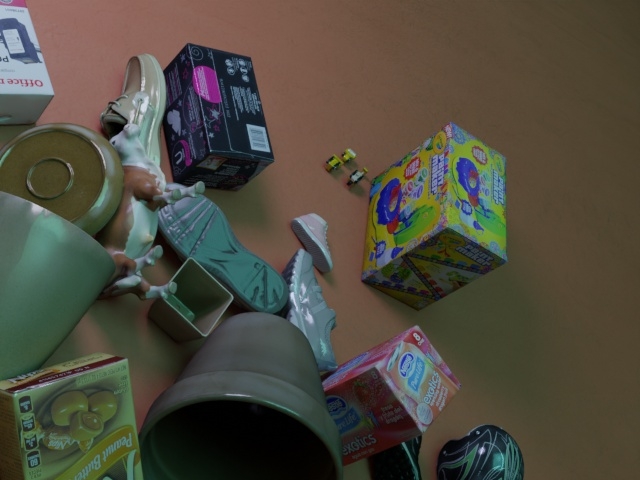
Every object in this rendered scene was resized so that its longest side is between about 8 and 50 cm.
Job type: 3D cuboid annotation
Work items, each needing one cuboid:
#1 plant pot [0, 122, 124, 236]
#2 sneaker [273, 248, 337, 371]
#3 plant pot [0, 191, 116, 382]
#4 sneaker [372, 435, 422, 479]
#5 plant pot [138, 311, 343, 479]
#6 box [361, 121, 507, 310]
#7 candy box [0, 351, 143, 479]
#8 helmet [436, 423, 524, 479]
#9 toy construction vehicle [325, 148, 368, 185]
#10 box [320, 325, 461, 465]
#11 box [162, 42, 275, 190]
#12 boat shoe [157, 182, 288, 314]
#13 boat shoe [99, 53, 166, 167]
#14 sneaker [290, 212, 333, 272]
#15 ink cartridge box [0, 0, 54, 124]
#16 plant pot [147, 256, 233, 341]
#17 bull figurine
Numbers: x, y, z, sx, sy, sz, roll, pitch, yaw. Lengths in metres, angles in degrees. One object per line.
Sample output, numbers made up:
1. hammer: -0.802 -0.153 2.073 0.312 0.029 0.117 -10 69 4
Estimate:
1. plant pot: -0.446 -0.098 1.510 0.236 0.032 0.237 0 68 0
2. sneaker: -0.025 0.142 1.755 0.115 0.105 0.281 17 47 -21
3. plant pot: -0.477 0.106 1.335 0.256 0.256 0.274 32 65 -22
4. sneaker: 0.166 0.412 1.783 0.124 0.107 0.284 6 62 -46
5. plant pot: -0.114 0.277 1.503 0.323 0.323 0.280 37 31 -18
6. box: 0.253 -0.049 2.006 0.177 0.279 0.290 28 49 -26
7. candy box: -0.351 0.336 1.296 0.182 0.087 0.317 -14 101 -44
8. helmet: 0.332 0.465 1.847 0.169 0.161 0.170 21 53 -31
9. toy construction vehicle: 0.060 -0.165 2.093 0.086 0.035 0.098 43 41 3
10. box: 0.082 0.291 1.635 0.142 0.300 0.154 55 44 0
11. box: -0.213 -0.242 1.821 0.163 0.142 0.247 5 63 -41
12. boat shoe: -0.200 0.025 1.714 0.320 0.103 0.118 41 64 -6
13. boat shoe: -0.359 -0.229 1.714 0.098 0.109 0.303 14 63 -34
14. sneaker: 0.000 0.000 1.922 0.070 0.051 0.134 -27 80 -41
15. ink cartridge box: -0.585 -0.327 1.578 0.171 0.100 0.237 -8 71 -43
16. plant pot: -0.241 0.116 1.610 0.109 0.096 0.109 45 44 -12
17. bull figurine: -0.312 -0.044 1.555 0.101 0.188 0.311 24 75 -57
